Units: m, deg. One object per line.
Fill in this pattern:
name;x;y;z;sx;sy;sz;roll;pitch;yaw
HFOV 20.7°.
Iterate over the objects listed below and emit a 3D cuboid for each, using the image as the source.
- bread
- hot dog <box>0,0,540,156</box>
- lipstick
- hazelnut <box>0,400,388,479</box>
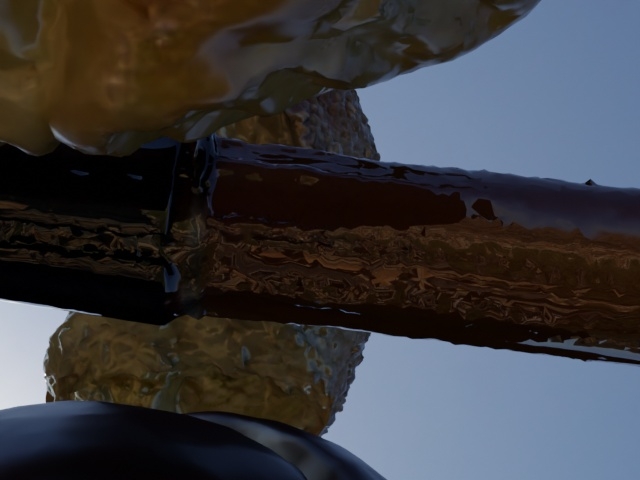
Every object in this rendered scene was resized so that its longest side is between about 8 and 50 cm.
bread;-0.048;0.011;0.965;0.171;0.192;0.314;12;-72;18
hot dog;-0.078;-0.208;0.515;0.367;0.196;0.365;-2;-82;0
lipstick;0.000;0.000;0.646;0.418;0.077;0.077;7;-58;-2
hazelnut;-0.092;0.274;0.666;0.402;0.402;0.429;-37;-114;45
